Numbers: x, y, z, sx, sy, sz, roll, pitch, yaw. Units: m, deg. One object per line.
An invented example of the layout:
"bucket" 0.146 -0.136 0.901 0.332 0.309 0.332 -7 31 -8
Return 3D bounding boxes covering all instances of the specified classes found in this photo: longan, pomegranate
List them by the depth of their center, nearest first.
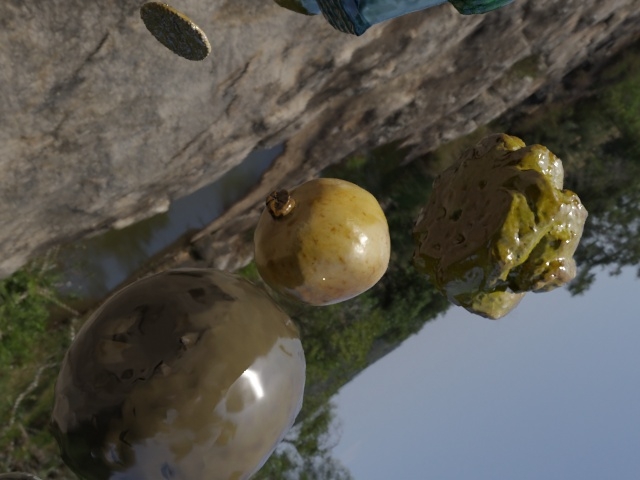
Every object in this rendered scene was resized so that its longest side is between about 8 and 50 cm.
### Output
"longan" -0.231 0.245 1.165 0.436 0.404 0.404 -36 176 -45
"pomegranate" 0.005 0.008 1.408 0.307 0.307 0.307 -32 172 -5

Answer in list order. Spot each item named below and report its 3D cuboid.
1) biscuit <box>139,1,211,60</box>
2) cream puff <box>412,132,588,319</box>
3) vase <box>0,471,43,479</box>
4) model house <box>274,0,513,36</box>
"biscuit" -0.397 -0.573 1.838 0.033 0.219 0.220 -62 -179 -18
"cream puff" 0.233 -0.018 0.887 0.244 0.196 0.244 -47 -174 7
"vase" -0.128 0.330 0.372 0.249 0.446 0.250 -13 -146 9
"model house" 0.050 -0.286 0.593 0.291 0.184 0.253 -13 -142 37
